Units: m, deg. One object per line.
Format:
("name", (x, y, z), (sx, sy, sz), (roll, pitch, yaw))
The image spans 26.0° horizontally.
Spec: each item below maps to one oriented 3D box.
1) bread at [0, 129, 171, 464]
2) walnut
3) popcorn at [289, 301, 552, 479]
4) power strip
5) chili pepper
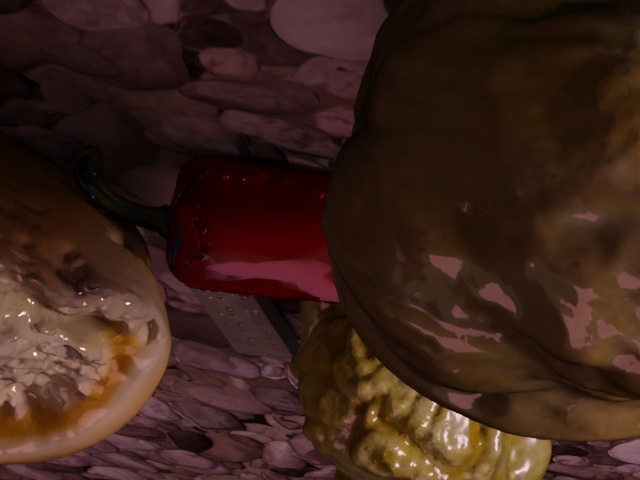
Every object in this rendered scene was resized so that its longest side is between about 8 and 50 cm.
("bread", (-0.304, -0.001, 1.004), (0.424, 0.245, 0.329), (28, 147, -28))
("walnut", (0.140, -0.027, 0.748), (0.277, 0.253, 0.282), (7, 154, 9))
("popcorn", (0.073, 0.129, 1.148), (0.195, 0.255, 0.256), (-32, -179, 1))
("power strip", (-0.072, 0.064, 1.291), (0.060, 0.027, 0.252), (3, 153, 17))
("chili pepper", (0.000, 0.000, 1.049), (0.388, 0.110, 0.110), (10, 155, -2))
